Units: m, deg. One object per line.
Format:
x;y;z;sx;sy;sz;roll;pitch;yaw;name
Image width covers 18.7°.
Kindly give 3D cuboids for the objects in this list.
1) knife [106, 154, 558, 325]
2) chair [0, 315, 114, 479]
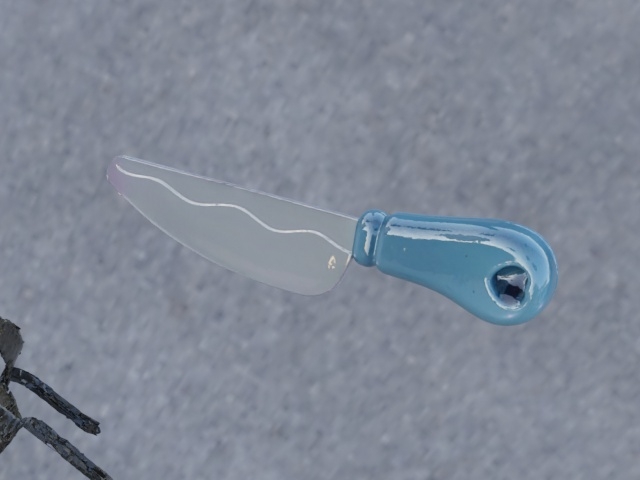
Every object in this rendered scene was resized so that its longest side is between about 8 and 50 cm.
0.000;0.002;0.986;0.244;0.058;0.032;10;22;18;knife
-0.257;0.147;1.408;0.213;0.174;0.149;47;-1;-29;chair
